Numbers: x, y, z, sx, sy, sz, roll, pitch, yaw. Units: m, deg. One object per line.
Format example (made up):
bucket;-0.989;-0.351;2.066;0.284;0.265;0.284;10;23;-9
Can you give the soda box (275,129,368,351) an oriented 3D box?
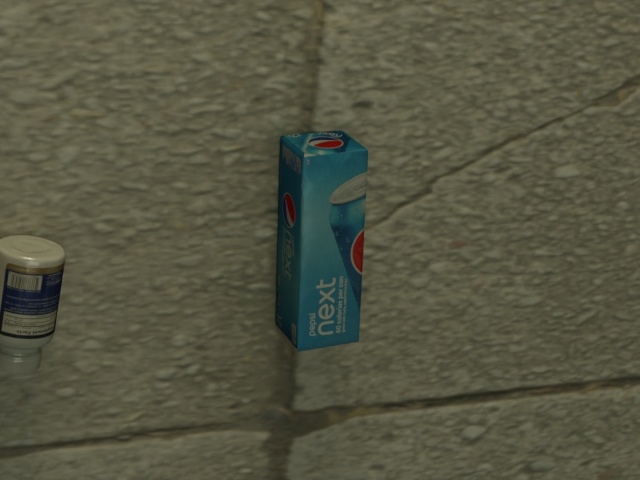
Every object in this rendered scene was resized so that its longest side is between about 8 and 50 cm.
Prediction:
soda box;0.000;0.000;1.541;0.071;0.067;0.210;-7;114;-21

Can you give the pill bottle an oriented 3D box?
pill bottle;-0.280;0.061;1.442;0.067;0.067;0.120;3;110;-25
